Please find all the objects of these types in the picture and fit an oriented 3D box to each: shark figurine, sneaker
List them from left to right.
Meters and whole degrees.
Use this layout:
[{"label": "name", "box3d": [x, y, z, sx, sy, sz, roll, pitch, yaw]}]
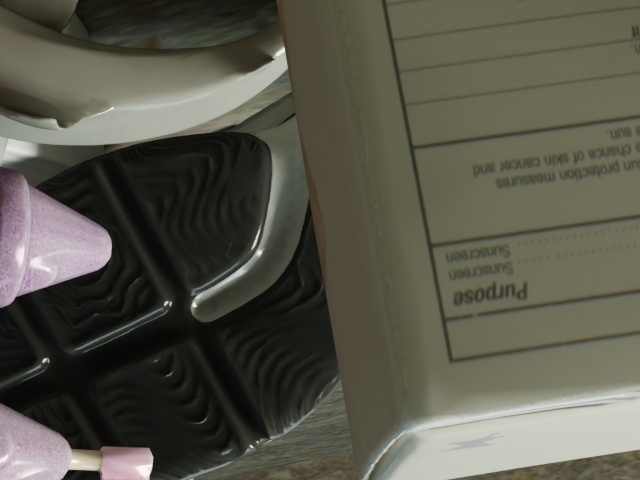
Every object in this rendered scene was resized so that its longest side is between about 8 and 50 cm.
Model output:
[{"label": "shark figurine", "box3d": [-0.089, -0.078, 0.726, 0.278, 0.166, 0.116, -4, -166, -1]}, {"label": "sneaker", "box3d": [0.001, 0.001, 0.917, 0.447, 0.169, 0.257, -31, 173, 8]}]

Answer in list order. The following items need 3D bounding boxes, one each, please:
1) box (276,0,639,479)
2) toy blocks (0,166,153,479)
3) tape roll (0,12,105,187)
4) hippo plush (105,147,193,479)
[{"label": "box", "box3d": [0.059, -0.093, 0.500, 0.148, 0.311, 0.121, -6, 166, -7]}, {"label": "toy blocks", "box3d": [-0.205, -0.015, 0.613, 0.260, 0.288, 0.309, 5, 145, -24]}, {"label": "tape roll", "box3d": [-0.259, -0.053, 0.908, 0.286, 0.100, 0.286, -8, 165, -2]}, {"label": "hippo plush", "box3d": [-0.187, 0.081, 1.101, 0.294, 0.236, 0.234, 3, 152, 3]}]
